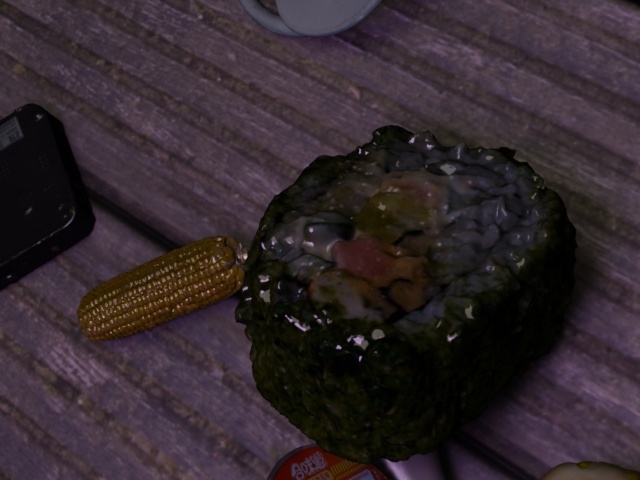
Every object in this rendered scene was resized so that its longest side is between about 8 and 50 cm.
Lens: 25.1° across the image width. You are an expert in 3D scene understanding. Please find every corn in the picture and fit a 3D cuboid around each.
[{"bbox_3d":[-0.185,0.058,1.711,0.238,0.080,0.080,-22,61,14],"label":"corn"}]

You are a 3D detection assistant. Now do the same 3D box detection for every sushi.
[{"bbox_3d":[0.079,0.039,1.458,0.294,0.178,0.352,29,49,29],"label":"sushi"}]

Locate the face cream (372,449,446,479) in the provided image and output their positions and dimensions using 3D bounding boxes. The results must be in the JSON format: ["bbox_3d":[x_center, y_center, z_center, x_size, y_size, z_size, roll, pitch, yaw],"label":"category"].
[{"bbox_3d":[0.079,0.264,1.497,0.143,0.089,0.314,-17,69,20],"label":"face cream"}]

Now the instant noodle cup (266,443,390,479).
[{"bbox_3d":[-0.034,0.332,1.440,0.212,0.193,0.193,-42,51,41],"label":"instant noodle cup"}]

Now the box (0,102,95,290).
[{"bbox_3d":[-0.472,-0.015,1.891,0.350,0.058,0.211,-31,58,10],"label":"box"}]

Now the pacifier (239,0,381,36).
[{"bbox_3d":[-0.056,-0.396,1.741,0.288,0.269,0.343,-56,50,25],"label":"pacifier"}]

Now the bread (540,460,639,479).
[{"bbox_3d":[0.262,0.320,1.369,0.213,0.105,0.213,-9,64,18],"label":"bread"}]
